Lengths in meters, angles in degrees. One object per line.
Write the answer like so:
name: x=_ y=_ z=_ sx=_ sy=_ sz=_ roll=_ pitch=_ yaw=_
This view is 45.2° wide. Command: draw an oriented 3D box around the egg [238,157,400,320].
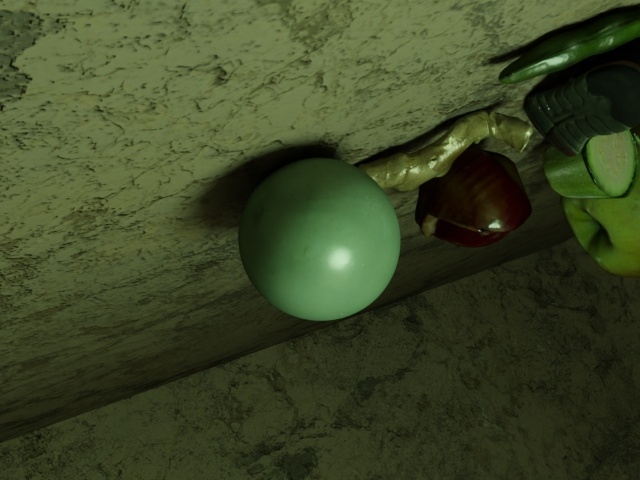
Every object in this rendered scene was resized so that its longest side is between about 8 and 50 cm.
egg: x=0.000 y=0.000 z=0.974 sx=0.202 sy=0.203 sz=0.282 roll=-25 pitch=174 yaw=4

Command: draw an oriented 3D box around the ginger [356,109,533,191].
ginger: x=0.157 y=-0.115 z=1.094 sx=0.287 sy=0.075 sz=0.089 roll=-20 pitch=146 yaw=5

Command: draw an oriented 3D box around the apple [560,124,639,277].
apple: x=0.666 y=-0.078 z=1.582 sx=0.304 sy=0.339 sz=0.338 roll=-28 pitch=170 yaw=-22

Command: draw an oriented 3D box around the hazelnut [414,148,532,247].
hazelnut: x=0.243 y=-0.066 z=1.239 sx=0.170 sy=0.161 sz=0.202 roll=4 pitch=170 yaw=-2

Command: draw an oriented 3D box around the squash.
squash: x=0.499 y=-0.150 z=1.415 sx=0.170 sy=0.170 sz=0.122 roll=-16 pitch=179 yaw=-32

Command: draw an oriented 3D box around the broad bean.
broad bean: x=0.342 y=-0.248 z=0.937 sx=0.297 sy=0.043 sz=0.060 roll=-22 pitch=178 yaw=-15

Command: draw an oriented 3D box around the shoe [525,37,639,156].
shoe: x=0.392 y=-0.209 z=1.079 sx=0.137 sy=0.114 sz=0.291 roll=-43 pitch=-177 yaw=-12
